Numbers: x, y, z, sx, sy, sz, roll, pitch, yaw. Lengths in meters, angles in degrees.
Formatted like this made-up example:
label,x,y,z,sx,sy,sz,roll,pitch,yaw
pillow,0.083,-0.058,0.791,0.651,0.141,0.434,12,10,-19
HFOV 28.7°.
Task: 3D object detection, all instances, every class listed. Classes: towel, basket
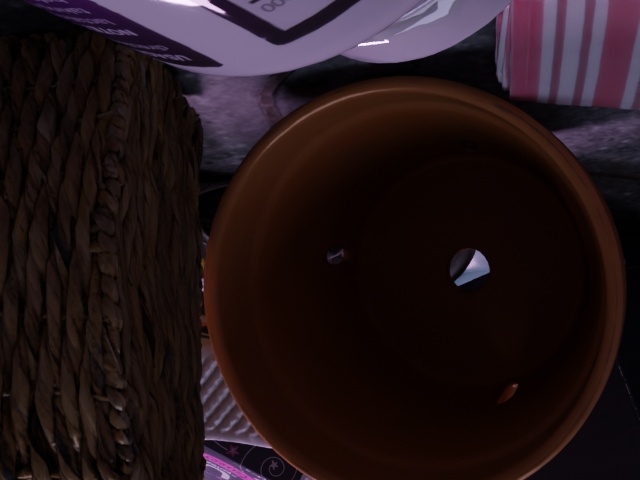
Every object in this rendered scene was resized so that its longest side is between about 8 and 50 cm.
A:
label,x,y,z,sx,sy,sz,roll,pitch,yaw
towel,0.202,-0.118,0.729,0.197,0.029,0.144,5,162,9
basket,-0.200,0.028,0.778,0.223,0.299,0.213,-3,166,8

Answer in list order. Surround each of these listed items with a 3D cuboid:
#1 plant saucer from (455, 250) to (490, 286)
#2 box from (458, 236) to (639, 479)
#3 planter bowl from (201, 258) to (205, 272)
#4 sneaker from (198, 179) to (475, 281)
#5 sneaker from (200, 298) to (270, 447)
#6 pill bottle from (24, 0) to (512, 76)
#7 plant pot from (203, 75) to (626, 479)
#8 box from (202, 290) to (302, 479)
label,x,y,z,sx,sy,sz,roll,pitch,yaw
plant saucer,0.186,0.025,1.342,0.195,0.037,0.195,0,166,0
box,0.281,0.170,1.188,0.179,0.312,0.343,-25,166,30
planter bowl,-0.200,-0.021,1.014,0.217,0.090,0.217,-1,167,0
sneaker,0.000,0.000,1.083,0.281,0.105,0.115,1,166,-5
sneaker,-0.101,0.112,1.106,0.321,0.126,0.127,9,-165,25
pill bottle,-0.060,-0.152,0.316,0.181,0.181,0.323,-11,163,34
plant pot,0.089,0.030,0.920,0.291,0.291,0.203,-7,-179,22
box,-0.117,0.147,1.248,0.247,0.142,0.163,26,160,-1
